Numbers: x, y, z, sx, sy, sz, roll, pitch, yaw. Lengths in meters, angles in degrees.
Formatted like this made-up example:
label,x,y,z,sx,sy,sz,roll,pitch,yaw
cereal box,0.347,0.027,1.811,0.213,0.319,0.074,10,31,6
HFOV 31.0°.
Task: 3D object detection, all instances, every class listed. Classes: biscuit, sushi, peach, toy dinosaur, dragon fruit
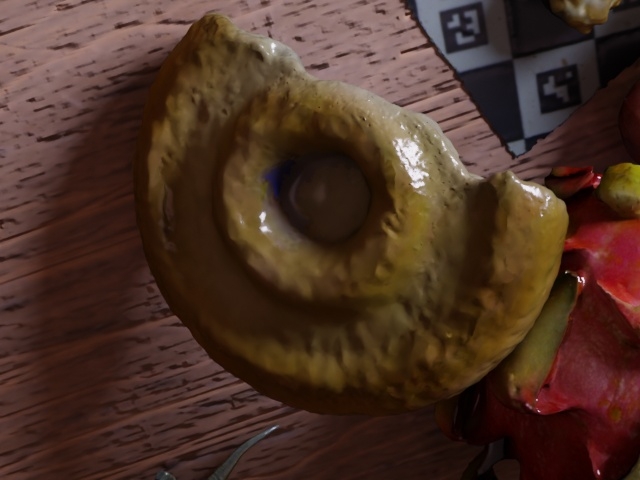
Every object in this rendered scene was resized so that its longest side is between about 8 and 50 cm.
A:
label,x,y,z,sx,sy,sz,roll,pitch,yaw
biscuit,-0.001,0.000,0.686,0.274,0.091,0.213,24,111,19
sushi,0.159,-0.233,0.692,0.292,0.059,0.294,-39,114,10
peach,0.236,-0.077,0.759,0.083,0.083,0.083,-3,114,-7
toy dinosaur,-0.109,0.192,0.857,0.180,0.037,0.058,-37,137,16
dragon fruit,0.198,0.087,0.760,0.227,0.243,0.307,21,149,-14
